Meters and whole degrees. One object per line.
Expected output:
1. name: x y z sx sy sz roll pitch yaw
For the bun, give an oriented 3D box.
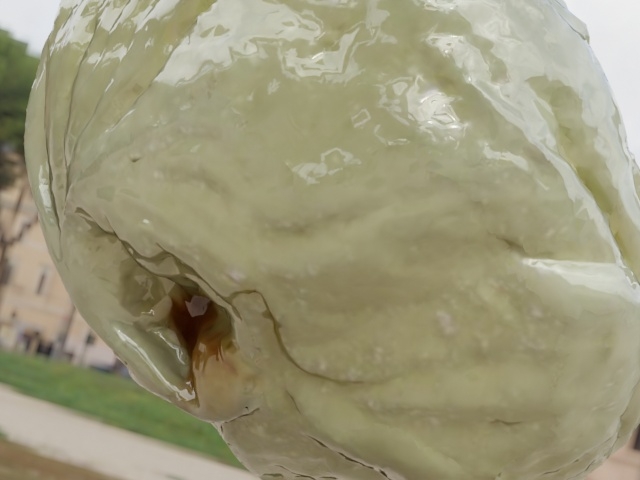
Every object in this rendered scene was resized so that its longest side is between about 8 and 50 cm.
1. bun: 0.000 0.000 0.527 0.220 0.134 0.220 38 -32 30
